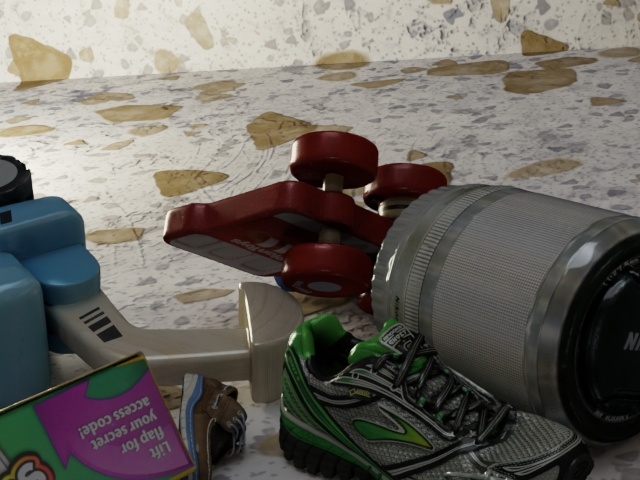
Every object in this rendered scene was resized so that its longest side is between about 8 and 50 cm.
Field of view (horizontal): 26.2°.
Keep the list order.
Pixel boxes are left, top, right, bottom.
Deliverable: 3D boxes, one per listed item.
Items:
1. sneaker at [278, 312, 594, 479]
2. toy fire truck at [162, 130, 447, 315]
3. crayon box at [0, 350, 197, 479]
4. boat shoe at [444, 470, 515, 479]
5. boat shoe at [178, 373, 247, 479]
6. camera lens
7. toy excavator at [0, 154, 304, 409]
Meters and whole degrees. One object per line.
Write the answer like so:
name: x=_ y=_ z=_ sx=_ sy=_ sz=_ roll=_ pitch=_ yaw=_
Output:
sneaker: x=0.086 y=0.158 z=1.235 sx=0.344 sy=0.146 sz=0.134 roll=12 pitch=26 yaw=40
toy fire truck: x=0.000 y=0.000 z=1.620 sx=0.254 sy=0.169 sz=0.302 roll=-12 pitch=-23 yaw=42
crayon box: x=-0.316 y=0.218 z=0.977 sx=0.363 sy=0.106 sz=0.313 roll=-24 pitch=-5 yaw=-35
boat shoe: x=0.127 y=0.209 z=0.997 sx=0.255 sy=0.079 sz=0.095 roll=22 pitch=-8 yaw=-37
boat shoe: x=-0.105 y=0.181 z=1.347 sx=0.066 sy=0.066 sz=0.183 roll=2 pitch=24 yaw=-5
camera lens: x=0.211 y=0.065 z=1.343 sx=0.219 sy=0.219 sz=0.274 roll=-20 pitch=24 yaw=-34
toy excavator: x=-0.295 y=0.088 z=1.526 sx=0.433 sy=0.222 sz=0.445 roll=-17 pitch=36 yaw=-29
